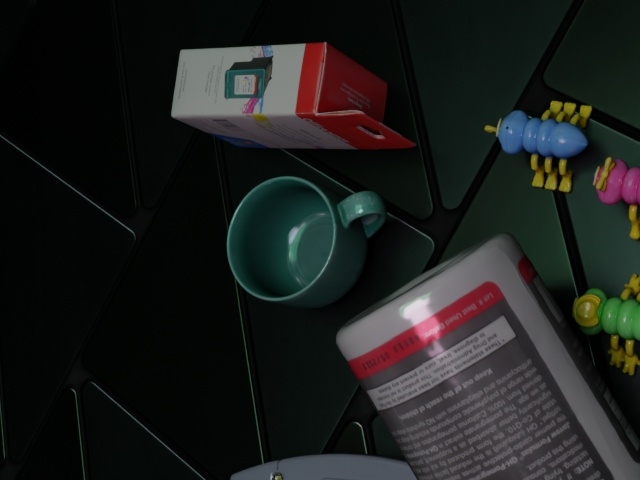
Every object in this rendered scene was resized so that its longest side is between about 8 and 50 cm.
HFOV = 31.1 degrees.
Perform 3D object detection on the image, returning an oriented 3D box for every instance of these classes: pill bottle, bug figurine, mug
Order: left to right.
[{"bbox_3d":[-0.006,0.008,1.178,0.157,0.097,0.130,11,85,32],"label":"mug"},{"bbox_3d":[0.163,0.168,0.955,0.176,0.176,0.319,-32,88,22],"label":"pill bottle"},{"bbox_3d":[0.228,0.001,1.051,0.216,0.072,0.279,9,84,32],"label":"bug figurine"}]

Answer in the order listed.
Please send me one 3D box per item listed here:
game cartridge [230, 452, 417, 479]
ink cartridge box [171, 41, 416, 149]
[{"bbox_3d":[0.039,0.308,1.115,0.297,0.062,0.198,-2,75,31],"label":"game cartridge"},{"bbox_3d":[-0.023,-0.148,1.200,0.231,0.134,0.078,3,81,31],"label":"ink cartridge box"}]
